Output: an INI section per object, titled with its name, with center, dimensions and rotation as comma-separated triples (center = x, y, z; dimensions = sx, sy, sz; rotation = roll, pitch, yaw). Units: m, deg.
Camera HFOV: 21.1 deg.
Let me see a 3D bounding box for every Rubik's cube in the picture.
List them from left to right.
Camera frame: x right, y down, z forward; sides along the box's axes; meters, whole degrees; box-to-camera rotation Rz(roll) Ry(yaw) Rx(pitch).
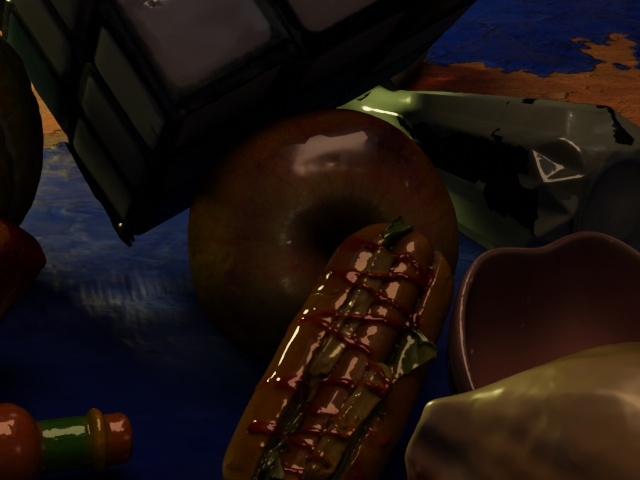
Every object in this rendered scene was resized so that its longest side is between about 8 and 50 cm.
[Rubik's cube]
center = -0.090, -0.262, 1.439
dimensions = 0.359, 0.363, 0.362
rotation = -30, -7, -15

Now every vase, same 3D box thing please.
[vase]
center = 0.141, -0.075, 1.581
dimensions = 0.165, 0.165, 0.360
rotation = -16, 26, -35

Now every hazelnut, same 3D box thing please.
[hazelnut]
center = 0.151, 0.163, 0.922
dimensions = 0.241, 0.261, 0.261
rotation = 43, 33, 4

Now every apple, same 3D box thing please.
[apple]
center = 0.000, 0.000, 1.317
dimensions = 0.211, 0.211, 0.188
rotation = -1, 3, -8

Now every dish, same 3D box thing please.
[dish]
center = 0.175, 0.103, 1.209
dimensions = 0.213, 0.090, 0.213
rotation = 10, 54, -15

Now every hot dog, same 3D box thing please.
[hot dog]
center = 0.016, 0.095, 1.154
dimensions = 0.104, 0.076, 0.250
rotation = 30, 61, 2

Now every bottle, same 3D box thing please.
[bottle]
center = -0.220, 0.144, 1.160
dimensions = 0.187, 0.069, 0.069
rotation = -4, 25, -17

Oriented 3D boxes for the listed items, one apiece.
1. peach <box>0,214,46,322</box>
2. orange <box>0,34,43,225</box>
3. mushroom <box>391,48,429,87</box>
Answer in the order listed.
[peach]
center = -0.338, 0.052, 1.249
dimensions = 0.267, 0.154, 0.159
rotation = 5, 25, -10
[orange]
center = -0.394, -0.087, 1.440
dimensions = 0.329, 0.249, 0.329
rotation = -1, 24, 1
[mushroom]
center = 0.055, -0.197, 1.934
dimensions = 0.100, 0.081, 0.312
rotation = 11, 21, 11
